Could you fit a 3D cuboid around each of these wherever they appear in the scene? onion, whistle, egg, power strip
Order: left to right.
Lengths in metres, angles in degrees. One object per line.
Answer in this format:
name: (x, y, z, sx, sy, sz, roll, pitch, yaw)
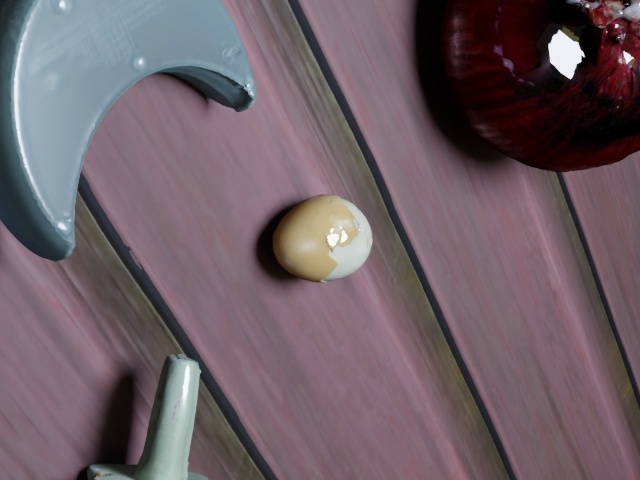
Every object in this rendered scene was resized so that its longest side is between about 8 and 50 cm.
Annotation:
power strip: (-0.147, -0.102, 0.729, 0.253, 0.054, 0.168, -43, 122, -42)
whistle: (-0.119, 0.206, 0.782, 0.105, 0.101, 0.253, 12, 89, -45)
egg: (0.000, 0.000, 0.908, 0.083, 0.071, 0.071, -25, 113, -40)
onion: (0.241, -0.194, 1.002, 0.273, 0.285, 0.273, -1, 97, -12)
